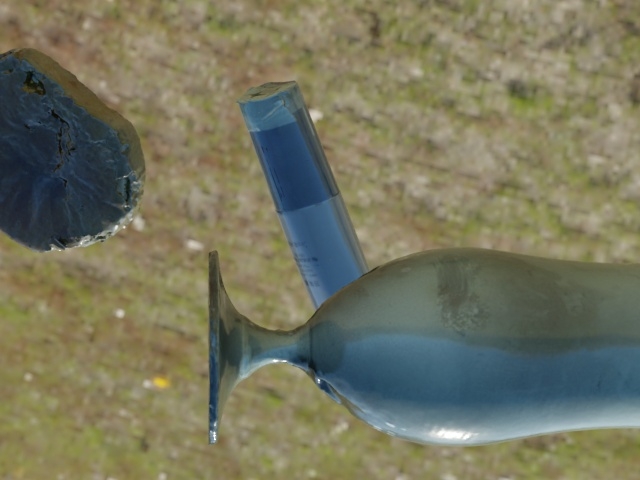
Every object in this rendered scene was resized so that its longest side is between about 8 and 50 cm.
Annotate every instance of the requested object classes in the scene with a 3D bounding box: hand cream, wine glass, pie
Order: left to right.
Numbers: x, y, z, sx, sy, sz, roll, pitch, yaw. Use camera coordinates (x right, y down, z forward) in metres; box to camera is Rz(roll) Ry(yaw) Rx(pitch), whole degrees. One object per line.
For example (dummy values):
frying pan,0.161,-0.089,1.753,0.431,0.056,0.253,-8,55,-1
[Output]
pie,-0.248,-0.072,1.404,0.195,0.046,0.195,9,119,18
hand cream,0.000,0.000,1.221,0.079,0.048,0.255,5,122,52
wine glass,0.050,0.048,0.713,0.202,0.093,0.093,0,157,-3
